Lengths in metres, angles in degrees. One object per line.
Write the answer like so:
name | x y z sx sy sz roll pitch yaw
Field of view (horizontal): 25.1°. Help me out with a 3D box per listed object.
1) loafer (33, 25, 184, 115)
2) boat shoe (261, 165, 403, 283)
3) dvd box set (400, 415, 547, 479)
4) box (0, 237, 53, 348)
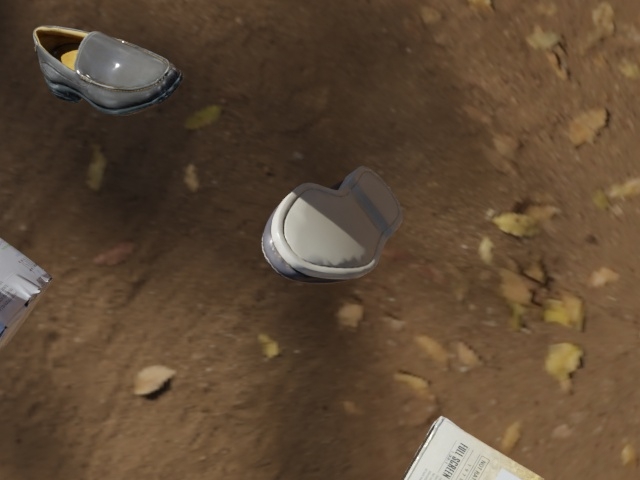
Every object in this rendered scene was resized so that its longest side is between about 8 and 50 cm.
loafer | -0.189 -0.150 1.241 0.170 0.061 0.062 10 53 39
boat shoe | 0.000 0.000 1.013 0.065 0.206 0.075 -36 89 23
dvd box set | 0.211 0.396 1.297 0.420 0.062 0.307 30 80 5
box | -0.344 0.022 1.109 0.231 0.262 0.126 38 93 -7
